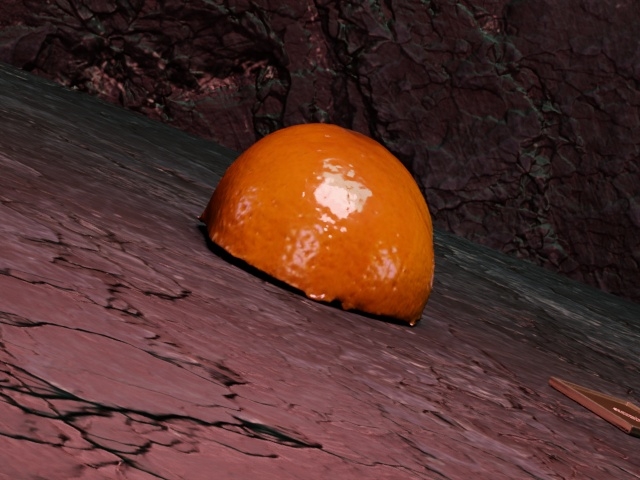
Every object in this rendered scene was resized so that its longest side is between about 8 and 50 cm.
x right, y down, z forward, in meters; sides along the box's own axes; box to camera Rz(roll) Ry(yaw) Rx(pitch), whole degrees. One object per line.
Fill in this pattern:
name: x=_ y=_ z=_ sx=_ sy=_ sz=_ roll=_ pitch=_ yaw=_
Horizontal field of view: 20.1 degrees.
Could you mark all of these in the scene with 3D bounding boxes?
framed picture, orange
framed picture: x=0.308 y=0.175 z=1.796 sx=0.109 sy=0.011 sz=0.149 roll=18 pitch=7 yaw=-28
orange: x=-0.003 y=-0.004 z=1.954 sx=0.274 sy=0.274 sz=0.310 roll=21 pitch=-25 yaw=-4
